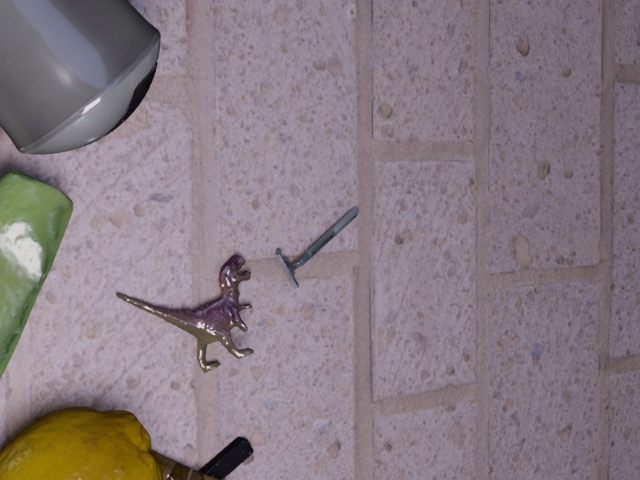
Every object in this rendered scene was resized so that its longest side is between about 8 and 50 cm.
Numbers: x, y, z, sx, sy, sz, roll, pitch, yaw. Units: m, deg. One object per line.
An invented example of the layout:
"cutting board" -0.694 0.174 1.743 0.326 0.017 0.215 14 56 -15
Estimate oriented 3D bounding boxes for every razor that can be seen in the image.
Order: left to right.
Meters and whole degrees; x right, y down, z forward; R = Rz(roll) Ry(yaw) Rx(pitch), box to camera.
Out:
"razor" 0.005 0.000 1.817 0.211 0.036 0.084 -40 116 -27

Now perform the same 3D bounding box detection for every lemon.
"lemon" -0.396 0.410 1.416 0.316 0.285 0.286 -24 106 -25

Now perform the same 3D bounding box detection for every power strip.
"power strip" -0.177 0.413 1.711 0.111 0.029 0.038 -36 111 -31

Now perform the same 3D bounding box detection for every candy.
"candy" -0.501 0.061 1.408 0.142 0.132 0.344 24 76 -13

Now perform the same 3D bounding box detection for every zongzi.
"zongzi" -0.271 0.471 1.634 0.176 0.078 0.160 25 92 -9

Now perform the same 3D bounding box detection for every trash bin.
"trash bin" -0.440 -0.333 1.339 0.432 0.280 0.280 50 65 -24

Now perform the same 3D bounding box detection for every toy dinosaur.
"toy dinosaur" -0.220 0.141 1.659 0.251 0.072 0.200 -22 95 -20
